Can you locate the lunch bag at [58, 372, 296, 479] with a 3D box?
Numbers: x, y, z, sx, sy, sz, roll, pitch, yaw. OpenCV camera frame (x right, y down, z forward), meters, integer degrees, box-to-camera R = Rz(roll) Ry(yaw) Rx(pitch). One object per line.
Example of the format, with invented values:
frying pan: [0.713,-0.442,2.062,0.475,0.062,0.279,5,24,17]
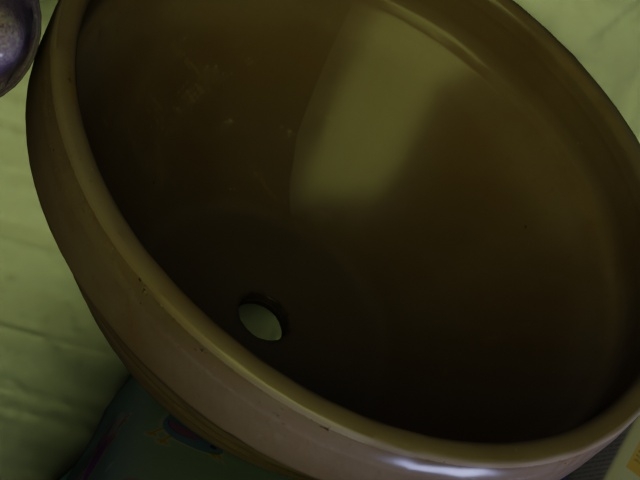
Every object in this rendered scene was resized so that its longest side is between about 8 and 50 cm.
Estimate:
lunch bag: [0.006,0.184,0.631,0.262,0.223,0.160,34,106,-10]

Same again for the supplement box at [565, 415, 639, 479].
supplement box: [0.133,0.100,0.693,0.062,0.036,0.098,38,67,-11]

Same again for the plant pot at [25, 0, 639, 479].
plant pot: [0.000,0.000,0.614,0.237,0.237,0.110,28,135,-10]

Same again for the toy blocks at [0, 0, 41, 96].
toy blocks: [-0.229,-0.153,0.467,0.308,0.260,0.289,-10,107,-26]
